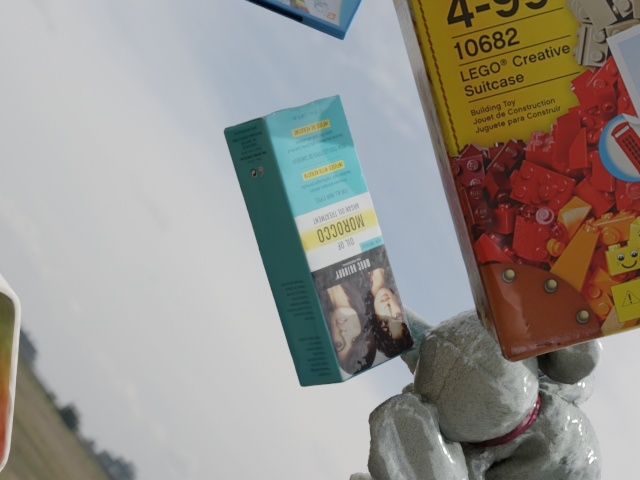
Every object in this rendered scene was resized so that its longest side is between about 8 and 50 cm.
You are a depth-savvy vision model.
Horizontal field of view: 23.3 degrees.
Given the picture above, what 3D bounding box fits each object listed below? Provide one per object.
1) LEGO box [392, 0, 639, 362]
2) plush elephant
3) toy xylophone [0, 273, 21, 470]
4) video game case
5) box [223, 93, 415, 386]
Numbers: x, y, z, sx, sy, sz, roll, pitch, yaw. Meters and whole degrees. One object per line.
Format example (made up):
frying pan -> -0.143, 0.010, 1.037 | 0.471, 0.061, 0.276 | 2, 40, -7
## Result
LEGO box -> 0.298, -0.175, 0.972 | 0.193, 0.500, 0.372 | -96, 171, -85
plush elephant -> 0.143, 0.154, 1.457 | 0.330, 0.272, 0.255 | 26, -30, 56
toy xylophone -> -0.420, 0.128, 1.783 | 0.236, 0.081, 0.322 | 34, -54, 50
video game case -> -0.034, -0.266, 1.489 | 0.166, 0.119, 0.015 | 23, -36, 1
box -> 0.000, 0.000, 1.395 | 0.060, 0.100, 0.244 | -12, -83, 48
